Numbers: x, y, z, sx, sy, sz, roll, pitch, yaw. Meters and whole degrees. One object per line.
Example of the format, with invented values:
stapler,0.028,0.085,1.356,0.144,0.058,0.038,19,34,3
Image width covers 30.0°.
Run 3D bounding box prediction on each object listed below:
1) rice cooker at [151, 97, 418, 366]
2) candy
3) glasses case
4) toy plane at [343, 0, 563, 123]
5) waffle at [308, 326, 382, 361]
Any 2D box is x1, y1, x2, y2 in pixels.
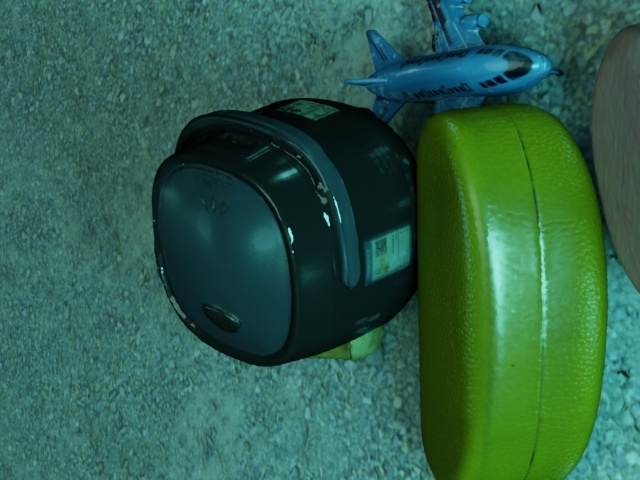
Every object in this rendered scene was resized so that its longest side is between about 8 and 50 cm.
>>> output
rice cooker,-0.024,-0.018,1.193,0.267,0.224,0.267,24,125,39
candy,0.294,-0.052,0.941,0.255,0.094,0.255,170,90,-86
glasses case,0.177,0.062,1.099,0.173,0.141,0.371,-138,45,-71
toy plane,0.133,-0.164,1.203,0.271,0.105,0.254,3,93,48
waffle,0.000,0.000,1.391,0.168,0.057,0.274,0,90,49
